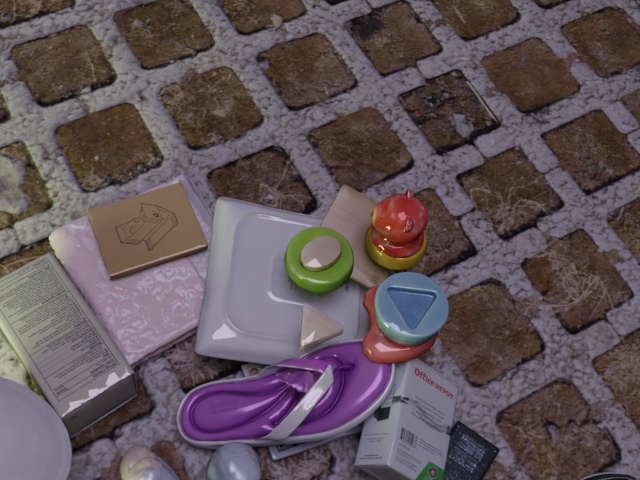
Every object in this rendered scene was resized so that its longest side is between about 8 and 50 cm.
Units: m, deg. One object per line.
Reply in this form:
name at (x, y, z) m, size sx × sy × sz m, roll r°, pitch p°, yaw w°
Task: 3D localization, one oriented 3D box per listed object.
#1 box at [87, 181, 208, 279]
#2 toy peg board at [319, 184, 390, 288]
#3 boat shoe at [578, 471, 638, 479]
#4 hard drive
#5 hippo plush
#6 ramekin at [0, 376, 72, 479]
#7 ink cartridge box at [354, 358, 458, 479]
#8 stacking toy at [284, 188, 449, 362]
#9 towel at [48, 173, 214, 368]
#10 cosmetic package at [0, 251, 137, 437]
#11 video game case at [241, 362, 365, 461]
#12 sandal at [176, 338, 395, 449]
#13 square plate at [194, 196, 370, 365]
box at (-0.347, -0.022, 1.670) m, size 0.201 × 0.021 × 0.164 m, roll -19°, pitch 63°, yaw -16°
toy peg board at (0.072, 0.003, 1.660) m, size 0.161 × 0.079 × 0.160 m, roll 29°, pitch 72°, yaw -2°
boat shoe at (0.461, 0.491, 1.501) m, size 0.302 × 0.091 × 0.114 m, roll -20°, pitch 66°, yaw -16°
hard drive at (0.260, 0.418, 1.557) m, size 0.094 × 0.022 × 0.135 m, roll 34°, pitch 63°, yaw 11°
hippo plush at (-0.182, 0.447, 1.371) m, size 0.237 × 0.234 × 0.294 m, roll -17°, pitch 64°, yaw -14°
ramekin at (-0.549, 0.354, 1.330) m, size 0.273 × 0.127 × 0.273 m, roll 27°, pitch 31°, yaw -18°
ink cartridge box at (0.160, 0.335, 1.515) m, size 0.153 × 0.087 × 0.208 m, roll 37°, pitch 55°, yaw -32°
stacking toy at (0.084, 0.055, 1.499) m, size 0.279 × 0.130 × 0.309 m, roll -2°, pitch 58°, yaw -9°
towel at (-0.329, 0.049, 1.673) m, size 0.317 × 0.053 × 0.332 m, roll -29°, pitch 68°, yaw -19°
cosmetic package at (-0.478, 0.190, 1.536) m, size 0.153 × 0.129 × 0.296 m, roll -30°, pitch 68°, yaw -22°
video game case at (-0.021, 0.295, 1.591) m, size 0.212 × 0.023 × 0.193 m, roll -16°, pitch 65°, yaw -14°
sandal at (-0.066, 0.280, 1.486) m, size 0.416 × 0.102 × 0.169 m, roll -19°, pitch 61°, yaw 5°
square plate at (-0.053, 0.082, 1.642) m, size 0.344 × 0.049 × 0.347 m, roll 10°, pitch 60°, yaw -11°
